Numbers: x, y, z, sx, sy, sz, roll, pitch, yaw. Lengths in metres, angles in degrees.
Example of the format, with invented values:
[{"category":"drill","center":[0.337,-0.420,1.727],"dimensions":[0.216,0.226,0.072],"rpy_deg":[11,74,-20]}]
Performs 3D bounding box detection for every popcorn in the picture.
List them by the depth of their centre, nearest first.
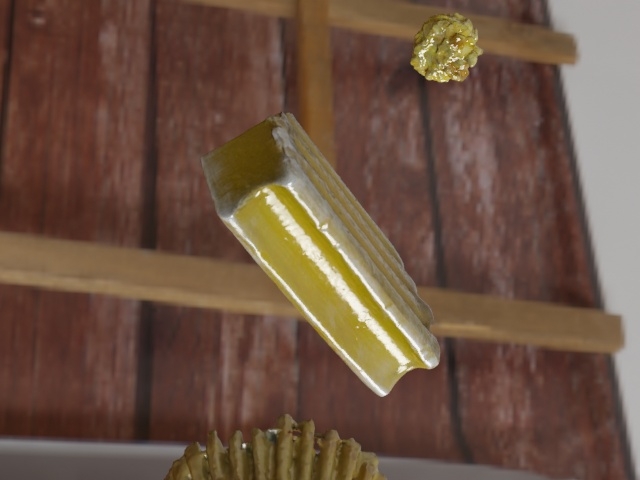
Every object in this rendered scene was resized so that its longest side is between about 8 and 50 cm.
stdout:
[{"category":"popcorn","center":[0.140,-0.212,1.488],"dimensions":[0.083,0.082,0.057],"rpy_deg":[57,30,-20]}]

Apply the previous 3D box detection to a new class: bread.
[{"category":"bread","center":[-0.054,0.319,1.421],"dimensions":[0.149,0.274,0.274],"rpy_deg":[-83,-177,-58]}]

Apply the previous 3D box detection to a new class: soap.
[{"category":"soap","center":[0.000,0.000,1.017],"dimensions":[0.232,0.073,0.140],"rpy_deg":[51,10,-39]}]
